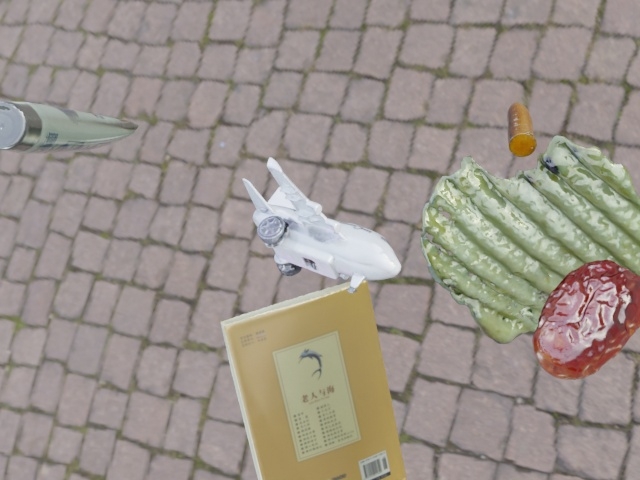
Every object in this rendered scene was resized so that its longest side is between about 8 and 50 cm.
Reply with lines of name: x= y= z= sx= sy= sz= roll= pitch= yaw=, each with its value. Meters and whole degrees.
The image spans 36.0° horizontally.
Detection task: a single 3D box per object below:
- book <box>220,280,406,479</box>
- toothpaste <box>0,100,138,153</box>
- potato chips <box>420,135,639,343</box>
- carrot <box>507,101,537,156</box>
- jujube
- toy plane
book: x=-0.004 y=0.282 z=1.694 sx=0.032 sy=0.268 sz=0.389 roll=-157 pitch=54 yaw=-67
toothpaste: x=-0.214 y=-0.091 z=0.824 sx=0.062 sy=0.239 sz=0.039 roll=-18 pitch=92 yaw=8
potato chips: x=0.372 y=0.016 z=1.623 sx=0.373 sy=0.389 sz=0.097 roll=-18 pitch=35 yaw=29
carrot: x=0.340 y=-0.199 z=1.679 sx=0.048 sy=0.048 sz=0.139 roll=-22 pitch=32 yaw=23
jujube: x=0.347 y=0.102 z=1.278 sx=0.176 sy=0.109 sz=0.112 roll=-42 pitch=13 yaw=-23
toy plane: x=-0.003 y=0.003 z=1.337 sx=0.255 sy=0.251 sz=0.101 roll=28 pitch=68 yaw=33
